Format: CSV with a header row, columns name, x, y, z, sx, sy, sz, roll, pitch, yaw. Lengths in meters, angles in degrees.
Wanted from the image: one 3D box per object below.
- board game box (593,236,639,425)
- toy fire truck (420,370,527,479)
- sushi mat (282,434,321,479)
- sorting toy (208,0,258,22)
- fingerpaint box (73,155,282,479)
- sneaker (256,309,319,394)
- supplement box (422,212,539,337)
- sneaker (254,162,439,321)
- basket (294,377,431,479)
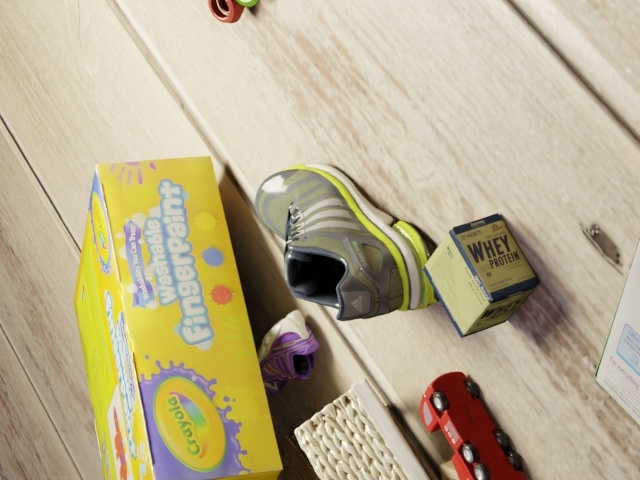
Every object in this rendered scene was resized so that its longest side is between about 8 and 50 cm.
name,x,y,z,sx,sy,sz,roll,pitch,yaw
board game box,0.333,0.061,1.085,0.242,0.064,0.316,49,145,37
toy fire truck,0.157,0.246,1.545,0.192,0.047,0.135,60,152,24
sushi mat,0.034,0.405,1.901,0.316,0.019,0.151,49,144,37
sorting toy,-0.093,-0.294,1.708,0.102,0.042,0.061,-30,94,51
fingerpaint box,-0.199,0.176,1.928,0.371,0.163,0.445,112,148,-56
sneaker,-0.045,0.157,1.857,0.071,0.068,0.170,49,151,15
supplement box,0.152,0.034,1.416,0.083,0.056,0.083,62,151,20
sneaker,0.000,0.000,1.609,0.300,0.121,0.111,32,133,52
basket,0.058,0.256,1.635,0.167,0.103,0.113,58,179,27
